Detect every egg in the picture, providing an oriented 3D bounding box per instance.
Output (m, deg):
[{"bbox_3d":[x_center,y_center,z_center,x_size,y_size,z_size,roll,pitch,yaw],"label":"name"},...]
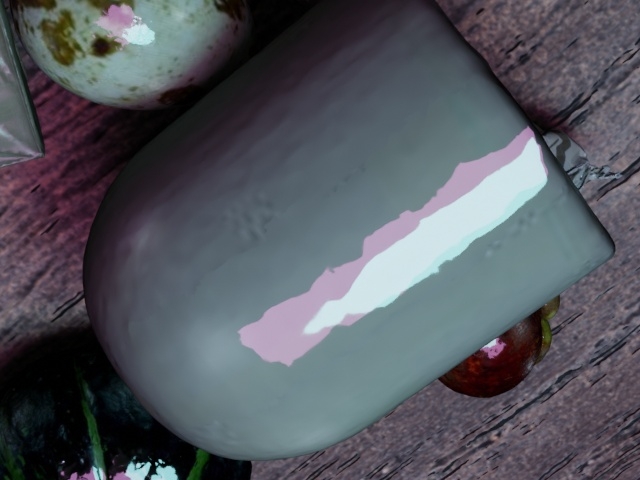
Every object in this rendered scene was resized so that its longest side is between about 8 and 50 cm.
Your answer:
[{"bbox_3d":[-0.153,-0.191,1.464,0.231,0.169,0.169,22,115,-38],"label":"egg"}]

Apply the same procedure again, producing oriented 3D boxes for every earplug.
[{"bbox_3d":[0.000,0.000,1.437,0.394,0.312,0.312,-37,125,4],"label":"earplug"}]

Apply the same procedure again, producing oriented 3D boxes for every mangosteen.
[{"bbox_3d":[0.180,0.075,1.746,0.181,0.146,0.156,-18,123,-3],"label":"mangosteen"}]

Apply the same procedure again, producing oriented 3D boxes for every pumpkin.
[{"bbox_3d":[-0.209,0.258,1.705,0.315,0.238,0.315,-5,121,-8],"label":"pumpkin"}]

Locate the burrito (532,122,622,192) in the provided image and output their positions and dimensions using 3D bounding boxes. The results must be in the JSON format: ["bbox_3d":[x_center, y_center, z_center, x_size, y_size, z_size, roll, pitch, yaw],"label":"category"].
[{"bbox_3d":[0.074,-0.068,1.651,0.446,0.101,0.139,-6,113,-9],"label":"burrito"}]

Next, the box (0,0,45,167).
[{"bbox_3d":[-0.335,-0.179,1.430,0.155,0.149,0.231,-15,125,-7],"label":"box"}]

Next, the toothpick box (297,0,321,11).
[{"bbox_3d":[-0.022,-0.275,1.486,0.098,0.098,0.149,-40,125,12],"label":"toothpick box"}]
